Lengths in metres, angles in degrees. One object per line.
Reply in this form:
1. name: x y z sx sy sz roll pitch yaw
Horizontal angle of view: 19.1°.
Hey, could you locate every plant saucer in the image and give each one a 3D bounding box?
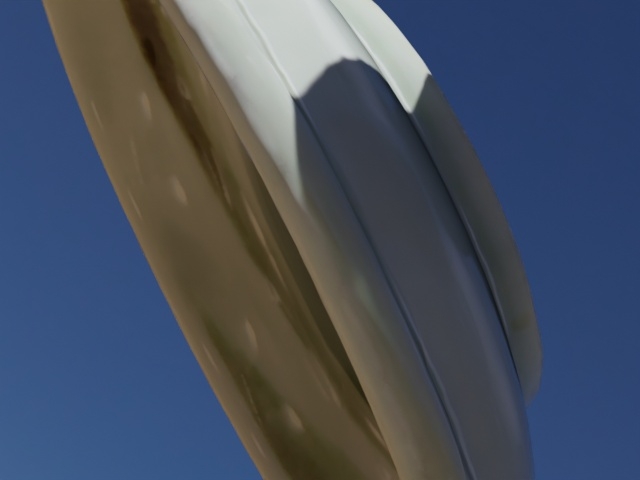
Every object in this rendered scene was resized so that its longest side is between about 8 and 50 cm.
1. plant saucer: 0.000 0.000 0.820 0.400 0.100 0.400 59 -12 22
